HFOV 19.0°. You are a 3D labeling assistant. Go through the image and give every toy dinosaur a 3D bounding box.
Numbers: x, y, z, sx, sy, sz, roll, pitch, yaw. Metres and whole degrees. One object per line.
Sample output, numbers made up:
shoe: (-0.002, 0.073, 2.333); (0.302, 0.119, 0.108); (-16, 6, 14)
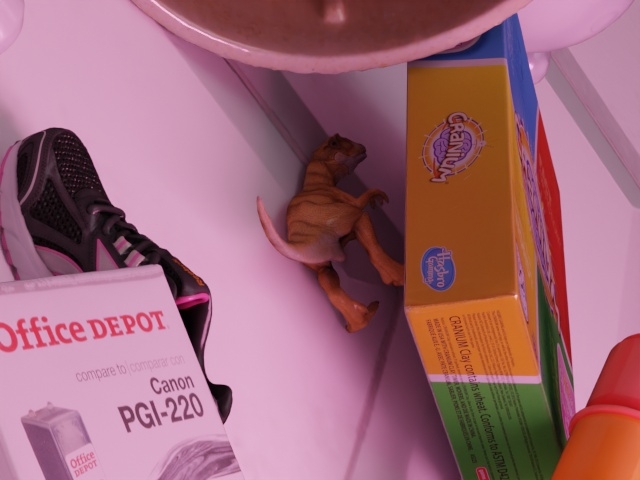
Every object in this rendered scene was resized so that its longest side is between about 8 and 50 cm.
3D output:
toy dinosaur: (0.000, 0.000, 1.133); (0.112, 0.064, 0.211); (46, 19, -8)

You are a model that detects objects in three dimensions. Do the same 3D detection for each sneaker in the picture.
sneaker: (-0.090, 0.024, 0.916); (0.072, 0.077, 0.178); (-8, 73, -63)

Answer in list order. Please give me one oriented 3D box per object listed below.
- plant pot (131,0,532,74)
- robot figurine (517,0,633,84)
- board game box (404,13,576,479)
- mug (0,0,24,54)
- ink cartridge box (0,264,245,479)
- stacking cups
plant pot: (-0.001, -0.324, 1.164); (0.334, 0.334, 0.305); (43, 22, -35)
robot figurine: (0.173, -0.275, 1.511); (0.353, 0.200, 0.300); (-67, 158, -57)
board game box: (0.110, 0.001, 1.214); (0.242, 0.064, 0.316); (70, 17, -44)
mug: (-0.174, -0.124, 0.919); (0.064, 0.062, 0.078); (51, 35, -40)
ink cartridge box: (-0.101, 0.126, 0.791); (0.158, 0.092, 0.218); (-6, 70, -62)
stacking cups: (0.147, 0.188, 1.045); (0.096, 0.096, 0.316); (50, 53, -26)
